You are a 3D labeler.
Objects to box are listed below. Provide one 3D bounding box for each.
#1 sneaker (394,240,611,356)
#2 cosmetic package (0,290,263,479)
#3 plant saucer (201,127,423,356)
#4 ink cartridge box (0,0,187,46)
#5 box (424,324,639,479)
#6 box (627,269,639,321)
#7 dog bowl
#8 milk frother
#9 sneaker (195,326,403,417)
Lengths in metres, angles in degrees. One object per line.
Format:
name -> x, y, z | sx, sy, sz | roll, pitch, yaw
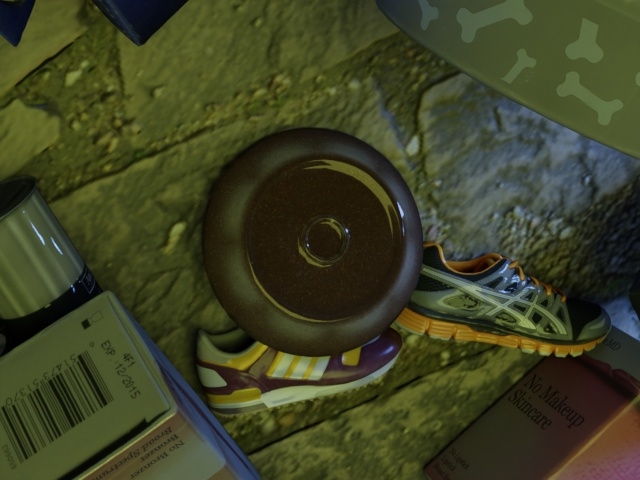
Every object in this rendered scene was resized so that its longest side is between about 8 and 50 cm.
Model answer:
sneaker -> 0.172, 0.054, 1.071 | 0.215, 0.084, 0.083 | 8, 97, -18
cosmetic package -> -0.141, 0.190, 0.912 | 0.153, 0.129, 0.296 | -35, 144, -4
plant saucer -> 0.000, 0.000, 0.994 | 0.199, 0.036, 0.198 | 1, 86, -16
ink cartridge box -> -0.101, -0.306, 0.776 | 0.395, 0.270, 0.151 | -43, 79, -2
box -> 0.238, 0.205, 1.094 | 0.232, 0.148, 0.127 | -42, 111, -4
box -> 0.460, 0.003, 0.972 | 0.182, 0.294, 0.296 | 59, 45, -22
dog bowl -> 0.197, -0.162, 0.891 | 0.349, 0.349, 0.102 | 18, 110, -21
milk frother -> -0.252, 0.039, 0.908 | 0.143, 0.129, 0.134 | -34, 115, -13
sneaker -> -0.017, 0.093, 1.028 | 0.185, 0.069, 0.084 | -16, 110, -14
